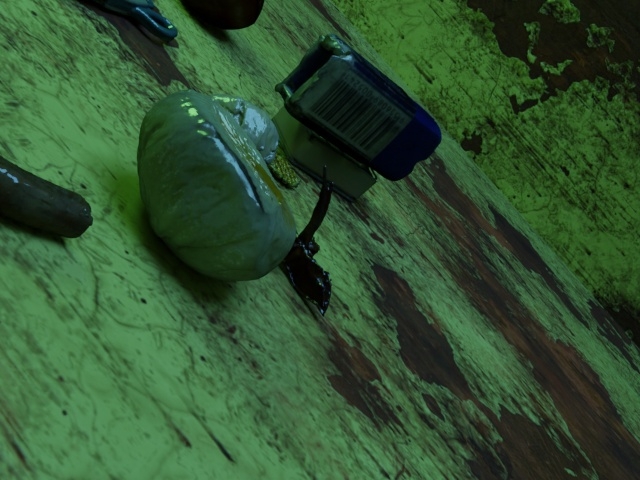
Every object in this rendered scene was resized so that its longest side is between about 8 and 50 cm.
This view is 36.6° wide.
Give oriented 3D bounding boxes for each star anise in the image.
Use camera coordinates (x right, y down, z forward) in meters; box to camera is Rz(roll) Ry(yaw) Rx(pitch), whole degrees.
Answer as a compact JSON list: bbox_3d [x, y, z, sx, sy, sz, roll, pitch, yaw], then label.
[{"bbox_3d":[-0.005,-0.004,1.365,0.140,0.144,0.158,48,16,-23],"label":"star anise"}]

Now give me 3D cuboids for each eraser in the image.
[{"bbox_3d":[0.078,-0.237,1.761,0.332,0.155,0.102,29,24,-43],"label":"eraser"}]

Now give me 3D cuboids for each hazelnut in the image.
[{"bbox_3d":[-0.200,-0.516,1.971,0.178,0.178,0.204,31,19,-39],"label":"hazelnut"}]

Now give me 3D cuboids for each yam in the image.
[{"bbox_3d":[-0.323,-0.060,0.921,0.241,0.057,0.057,26,27,-43],"label":"yam"}]

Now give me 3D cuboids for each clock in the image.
[{"bbox_3d":[0.008,-0.174,1.837,0.192,0.071,0.147,30,25,-40],"label":"clock"}]

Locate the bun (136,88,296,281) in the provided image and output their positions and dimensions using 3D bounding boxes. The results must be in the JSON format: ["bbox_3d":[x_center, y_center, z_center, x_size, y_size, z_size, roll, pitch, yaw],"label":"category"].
[{"bbox_3d":[-0.140,-0.060,1.169,0.244,0.153,0.244,57,3,-4],"label":"bun"}]

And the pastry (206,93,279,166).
[{"bbox_3d":[-0.137,-0.139,1.343,0.166,0.165,0.088,35,60,-33],"label":"pastry"}]

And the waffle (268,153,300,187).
[{"bbox_3d":[-0.066,-0.121,1.656,0.078,0.016,0.085,43,20,-10],"label":"waffle"}]

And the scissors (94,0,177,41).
[{"bbox_3d":[-0.339,-0.399,1.589,0.138,0.041,0.289,53,19,15],"label":"scissors"}]
